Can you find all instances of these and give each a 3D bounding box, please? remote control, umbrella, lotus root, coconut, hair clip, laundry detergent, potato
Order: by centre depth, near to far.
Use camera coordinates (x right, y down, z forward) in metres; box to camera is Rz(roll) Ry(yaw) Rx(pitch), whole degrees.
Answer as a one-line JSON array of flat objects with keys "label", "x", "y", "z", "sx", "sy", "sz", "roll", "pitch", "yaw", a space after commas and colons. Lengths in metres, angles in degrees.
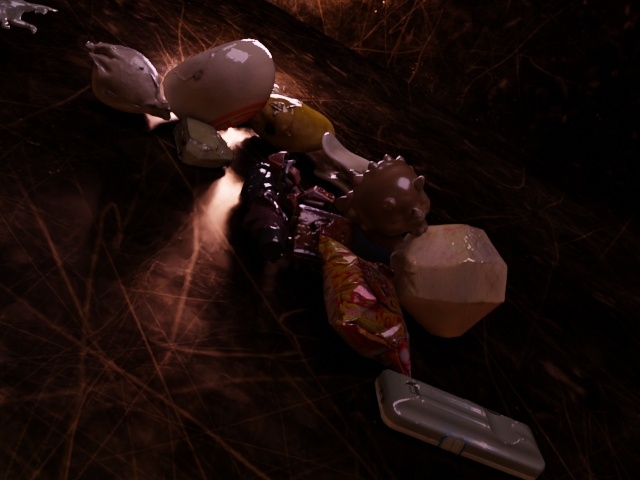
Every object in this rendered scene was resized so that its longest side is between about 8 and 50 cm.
[{"label": "remote control", "x": 0.254, "y": 0.326, "z": 1.353, "sx": 0.335, "sy": 0.066, "sz": 0.128, "roll": 24, "pitch": 23, "yaw": -17}, {"label": "umbrella", "x": -0.120, "y": -0.056, "z": 1.599, "sx": 0.090, "sy": 0.094, "sz": 0.326, "roll": 40, "pitch": 19, "yaw": -28}, {"label": "coconut", "x": 0.274, "y": 0.089, "z": 1.650, "sx": 0.259, "sy": 0.259, "sz": 0.259, "roll": 26, "pitch": 25, "yaw": -13}, {"label": "lotus root", "x": -0.269, "y": -0.229, "z": 1.772, "sx": 0.144, "sy": 0.070, "sz": 0.143, "roll": 13, "pitch": 31, "yaw": -36}, {"label": "laundry detergent", "x": 0.149, "y": 0.014, "z": 1.776, "sx": 0.206, "sy": 0.097, "sz": 0.061, "roll": 23, "pitch": 16, "yaw": -17}, {"label": "hair clip", "x": 0.093, "y": -0.164, "z": 2.025, "sx": 0.282, "sy": 0.113, "sz": 0.172, "roll": 42, "pitch": 26, "yaw": 19}, {"label": "potato", "x": -0.081, "y": -0.318, "z": 2.079, "sx": 0.300, "sy": 0.140, "sz": 0.173, "roll": 11, "pitch": 29, "yaw": -52}]

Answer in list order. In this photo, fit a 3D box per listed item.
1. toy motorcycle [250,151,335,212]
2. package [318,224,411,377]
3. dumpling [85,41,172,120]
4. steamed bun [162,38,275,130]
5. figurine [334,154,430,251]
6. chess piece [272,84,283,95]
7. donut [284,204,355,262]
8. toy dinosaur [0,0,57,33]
[{"label": "toy motorcycle", "x": -0.061, "y": -0.132, "z": 1.779, "sx": 0.212, "sy": 0.118, "sz": 0.084, "roll": 31, "pitch": 34, "yaw": -3}, {"label": "package", "x": 0.078, "y": 0.121, "z": 1.444, "sx": 0.223, "sy": 0.108, "sz": 0.288, "roll": 41, "pitch": 22, "yaw": -35}, {"label": "dumpling", "x": -0.448, "y": -0.359, "z": 1.755, "sx": 0.247, "sy": 0.142, "sz": 0.172, "roll": 45, "pitch": -8, "yaw": -5}, {"label": "steamed bun", "x": -0.238, "y": -0.367, "z": 1.862, "sx": 0.177, "sy": 0.282, "sz": 0.283, "roll": 66, "pitch": 26, "yaw": -5}, {"label": "figurine", "x": 0.130, "y": -0.100, "z": 1.616, "sx": 0.177, "sy": 0.173, "sz": 0.247, "roll": -21, "pitch": 35, "yaw": -5}, {"label": "chess piece", "x": -0.194, "y": -0.390, "z": 2.171, "sx": 0.090, "sy": 0.090, "sz": 0.200, "roll": 38, "pitch": 36, "yaw": 13}, {"label": "donut", "x": 0.011, "y": 0.002, "z": 1.570, "sx": 0.186, "sy": 0.126, "sz": 0.144, "roll": 12, "pitch": -3, "yaw": -22}, {"label": "toy dinosaur", "x": -0.756, "y": -0.572, "z": 1.863, "sx": 0.167, "sy": 0.053, "sz": 0.242, "roll": 26, "pitch": 33, "yaw": 4}]
